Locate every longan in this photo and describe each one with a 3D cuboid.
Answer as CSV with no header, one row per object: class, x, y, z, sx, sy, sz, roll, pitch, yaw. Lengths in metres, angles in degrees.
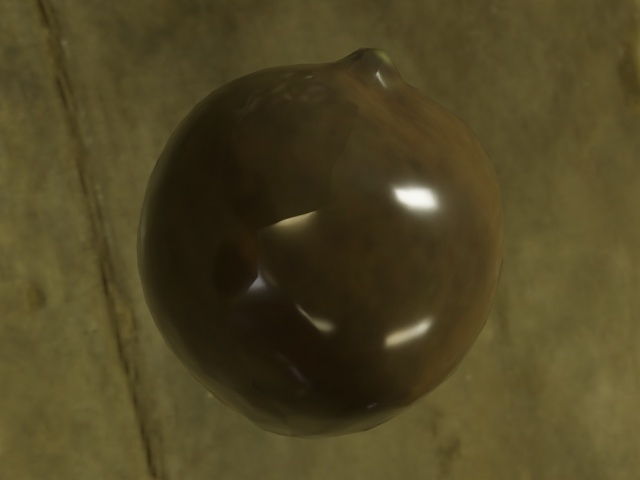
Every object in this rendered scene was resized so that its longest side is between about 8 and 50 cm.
longan,0.000,0.000,0.642,0.189,0.189,0.189,19,66,-52
